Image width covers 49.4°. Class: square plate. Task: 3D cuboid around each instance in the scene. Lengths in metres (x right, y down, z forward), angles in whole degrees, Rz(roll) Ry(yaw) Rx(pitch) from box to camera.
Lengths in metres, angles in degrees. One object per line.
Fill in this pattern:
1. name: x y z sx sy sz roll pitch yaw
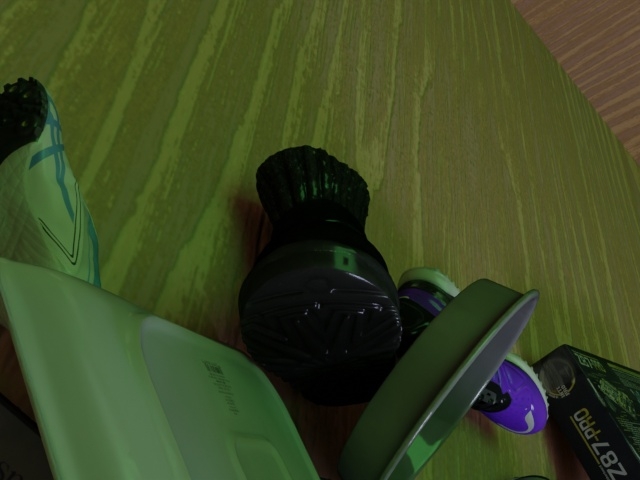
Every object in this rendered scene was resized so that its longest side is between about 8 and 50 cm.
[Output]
1. square plate: -0.046 0.187 0.466 0.344 0.049 0.347 61 4 23

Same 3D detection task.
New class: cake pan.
1. cake pan: 0.117 0.157 0.714 0.054 0.293 0.293 36 28 22

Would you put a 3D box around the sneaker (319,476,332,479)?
1. sneaker: 0.018 0.296 0.646 0.073 0.063 0.162 11 59 -54

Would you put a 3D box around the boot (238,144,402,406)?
1. boot: -0.004 0.001 0.685 0.348 0.131 0.260 78 5 -64

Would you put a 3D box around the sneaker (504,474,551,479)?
1. sneaker: 0.254 0.362 0.861 0.271 0.108 0.100 -7 70 -55

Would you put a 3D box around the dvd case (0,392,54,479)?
1. dvd case: -0.251 0.199 0.406 0.180 0.022 0.253 48 36 -17

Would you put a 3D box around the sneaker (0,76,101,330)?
1. sneaker: -0.226 -0.025 0.561 0.086 0.085 0.237 49 22 -66

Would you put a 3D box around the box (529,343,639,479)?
1. box: 0.552 0.357 1.193 0.395 0.097 0.318 21 37 -44

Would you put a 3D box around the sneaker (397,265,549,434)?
1. sneaker: 0.184 0.184 0.918 0.293 0.102 0.146 46 41 -13
